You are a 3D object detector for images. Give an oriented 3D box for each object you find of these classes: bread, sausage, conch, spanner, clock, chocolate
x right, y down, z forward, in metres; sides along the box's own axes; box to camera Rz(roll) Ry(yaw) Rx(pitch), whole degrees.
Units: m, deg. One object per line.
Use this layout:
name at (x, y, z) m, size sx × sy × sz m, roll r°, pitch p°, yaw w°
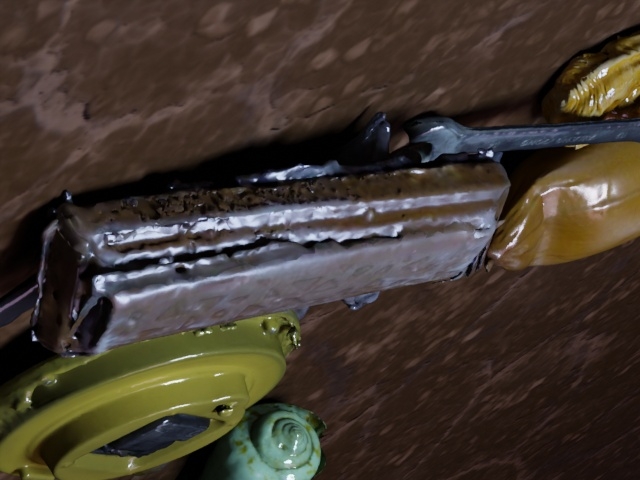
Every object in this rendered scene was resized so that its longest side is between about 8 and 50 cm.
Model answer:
bread at (0.208, -0.111, 1.429) m, size 0.111 × 0.044 × 0.083 m, roll -25°, pitch 155°, yaw -33°
sausage at (0.230, -0.050, 1.512) m, size 0.328 × 0.112 × 0.112 m, roll -25°, pitch 158°, yaw -30°
conch at (-0.053, 0.181, 1.627) m, size 0.106 × 0.079 × 0.170 m, roll -12°, pitch 165°, yaw -38°
spanner at (0.163, -0.073, 1.378) m, size 0.254 × 0.015 × 0.054 m, roll -5°, pitch 145°, yaw -28°
clock at (-0.116, 0.110, 1.294) m, size 0.237 × 0.057 × 0.237 m, roll -19°, pitch 163°, yaw -6°
chocolate at (-0.018, 0.008, 1.183) m, size 0.329 × 0.065 × 0.102 m, roll -9°, pitch 131°, yaw -35°

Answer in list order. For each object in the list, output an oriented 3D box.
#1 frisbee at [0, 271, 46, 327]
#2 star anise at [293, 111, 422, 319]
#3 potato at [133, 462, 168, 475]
frisbee at (-0.202, 0.055, 1.155) m, size 0.187 × 0.012 × 0.211 m, roll -34°, pitch 160°, yaw -10°
star anise at (0.000, 0.000, 1.298) m, size 0.195 × 0.065 × 0.182 m, roll -26°, pitch 154°, yaw -6°
potato at (-0.125, 0.146, 1.452) m, size 0.092 × 0.045 × 0.046 m, roll 115°, pitch -2°, yaw -58°
